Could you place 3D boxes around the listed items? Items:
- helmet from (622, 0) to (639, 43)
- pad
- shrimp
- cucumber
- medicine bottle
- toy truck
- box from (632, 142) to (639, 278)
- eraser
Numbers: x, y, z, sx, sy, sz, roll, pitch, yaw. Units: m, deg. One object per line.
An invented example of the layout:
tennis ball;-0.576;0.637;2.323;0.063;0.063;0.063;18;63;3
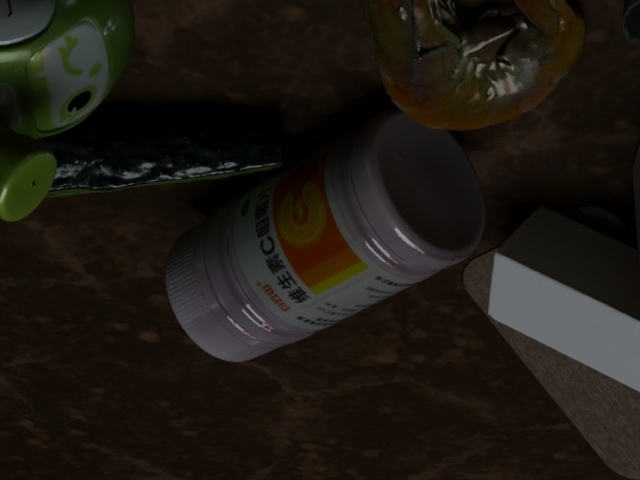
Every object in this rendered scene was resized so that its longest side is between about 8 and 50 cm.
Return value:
helmet;0.268;-0.188;1.021;0.177;0.107;0.153;-14;-177;-22
pad;0.256;0.096;1.446;0.176;0.002;0.266;-29;106;41
shrimp;0.096;-0.153;1.145;0.150;0.068;0.249;-23;146;15
cucumber;-0.132;-0.074;1.294;0.211;0.062;0.078;-7;180;5
medicine bottle;0.000;0.000;1.325;0.133;0.133;0.249;28;141;-34
toy truck;-0.236;-0.122;1.105;0.187;0.210;0.148;20;149;8
box;0.370;0.002;1.236;0.260;0.194;0.111;5;147;-1
eraser;0.281;0.077;1.322;0.298;0.076;0.078;26;138;25
